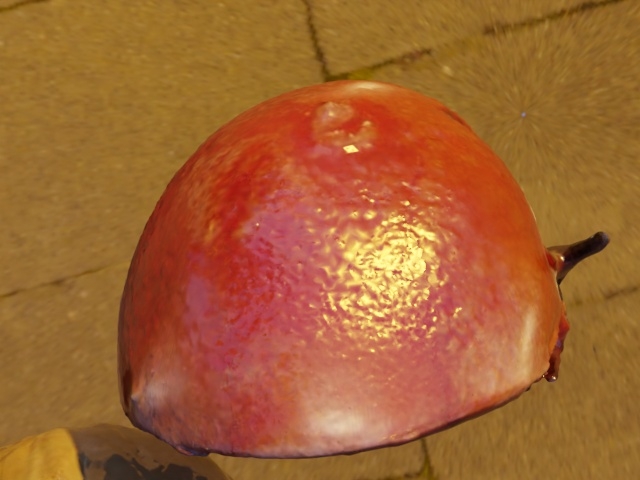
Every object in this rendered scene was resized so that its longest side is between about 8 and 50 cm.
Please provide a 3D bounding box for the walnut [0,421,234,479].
[{"bbox_3d":[-0.148,0.279,1.005,0.277,0.252,0.313,2,52,-22],"label":"walnut"}]

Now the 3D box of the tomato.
[{"bbox_3d":[0.003,-0.006,0.940,0.309,0.309,0.170,-4,109,8],"label":"tomato"}]
